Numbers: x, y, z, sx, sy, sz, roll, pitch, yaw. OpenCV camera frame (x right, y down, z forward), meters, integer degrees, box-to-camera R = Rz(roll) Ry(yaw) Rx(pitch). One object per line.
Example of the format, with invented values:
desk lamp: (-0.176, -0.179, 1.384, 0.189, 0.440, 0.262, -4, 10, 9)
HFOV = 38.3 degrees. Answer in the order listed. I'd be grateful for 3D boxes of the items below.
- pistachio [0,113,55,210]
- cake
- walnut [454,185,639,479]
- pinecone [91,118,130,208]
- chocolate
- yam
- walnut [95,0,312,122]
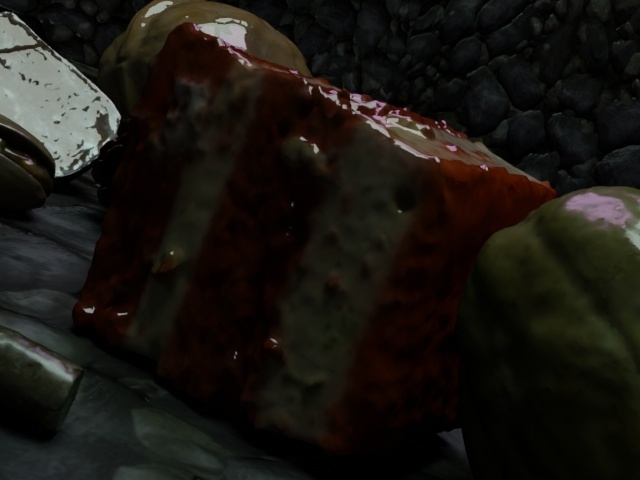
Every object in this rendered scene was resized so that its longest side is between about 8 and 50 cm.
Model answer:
pistachio: (-0.367, -0.086, 1.017, 0.149, 0.113, 0.113, 34, 6, -17)
cake: (0.000, 0.000, 0.790, 0.319, 0.269, 0.270, 25, 10, 28)
walnut: (0.226, 0.109, 0.638, 0.282, 0.253, 0.277, 3, 51, -45)
pinecone: (-0.201, -0.070, 1.136, 0.173, 0.173, 0.173, 20, 10, -4)
chocolate: (-0.399, -0.180, 1.260, 0.254, 0.080, 0.157, 42, 53, 1)
yam: (-0.277, 0.044, 0.588, 0.274, 0.061, 0.061, 24, 10, 5)
walnut: (-0.194, -0.248, 1.596, 0.381, 0.381, 0.381, 20, 10, -4)
